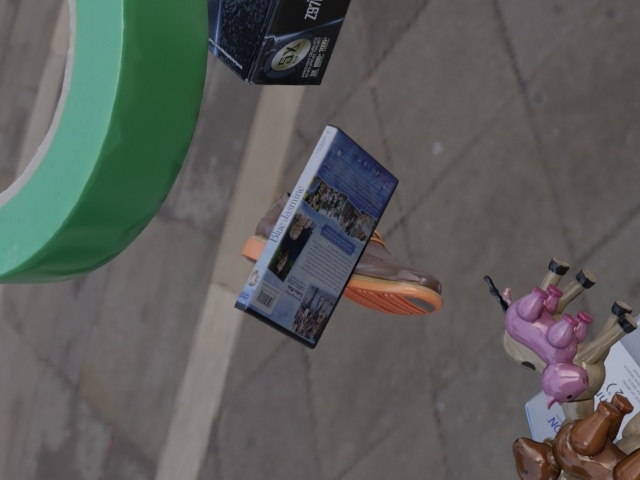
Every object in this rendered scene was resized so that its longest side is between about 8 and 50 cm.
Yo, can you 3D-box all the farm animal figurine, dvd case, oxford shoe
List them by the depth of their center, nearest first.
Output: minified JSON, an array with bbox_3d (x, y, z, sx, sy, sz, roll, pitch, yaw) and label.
[{"bbox_3d":[0.277,0.193,1.267,0.172,0.327,0.330,-58,8,22],"label":"farm animal figurine"},{"bbox_3d":[0.000,0.000,1.754,0.022,0.180,0.253,23,83,34],"label":"dvd case"},{"bbox_3d":[0.036,0.010,1.936,0.364,0.130,0.132,18,80,43],"label":"oxford shoe"}]

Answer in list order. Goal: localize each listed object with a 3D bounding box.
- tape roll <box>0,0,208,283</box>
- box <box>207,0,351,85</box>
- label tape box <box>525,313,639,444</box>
[{"bbox_3d":[-0.215,-0.130,0.945,0.321,0.077,0.321,-1,88,39],"label":"tape roll"},{"bbox_3d":[-0.055,-0.230,1.124,0.180,0.077,0.147,45,125,37],"label":"box"},{"bbox_3d":[0.363,0.192,1.776,0.348,0.249,0.115,-37,81,20],"label":"label tape box"}]
